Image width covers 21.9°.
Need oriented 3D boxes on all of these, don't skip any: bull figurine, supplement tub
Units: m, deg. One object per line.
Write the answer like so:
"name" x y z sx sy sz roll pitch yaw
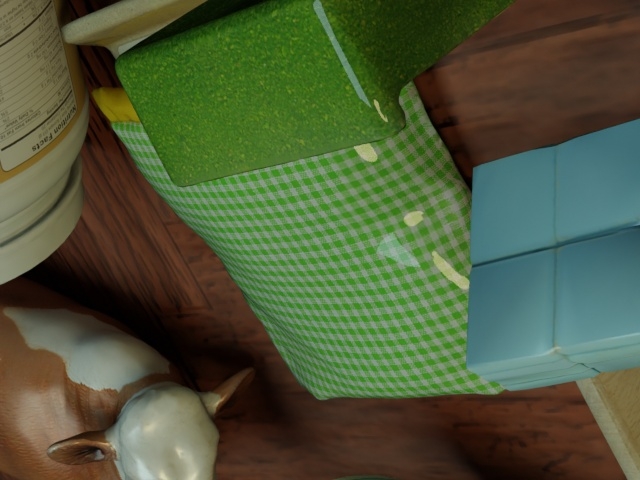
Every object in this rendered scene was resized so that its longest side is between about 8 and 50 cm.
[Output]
"bull figurine" -0.150 0.090 0.865 0.310 0.101 0.188 28 142 28
"supplement tub" -0.177 -0.088 0.689 0.144 0.144 0.199 24 138 32

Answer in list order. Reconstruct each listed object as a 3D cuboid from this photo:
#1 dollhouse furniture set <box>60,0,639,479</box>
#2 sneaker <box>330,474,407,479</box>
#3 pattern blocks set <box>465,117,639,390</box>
"dollhouse furniture set" 0.000 0.000 0.570 0.301 0.151 0.197 -10 115 52
"sneaker" 0.135 0.153 0.595 0.319 0.127 0.208 31 144 9
"pattern blocks set" 0.161 -0.077 0.260 0.325 0.285 0.026 -3 160 44
